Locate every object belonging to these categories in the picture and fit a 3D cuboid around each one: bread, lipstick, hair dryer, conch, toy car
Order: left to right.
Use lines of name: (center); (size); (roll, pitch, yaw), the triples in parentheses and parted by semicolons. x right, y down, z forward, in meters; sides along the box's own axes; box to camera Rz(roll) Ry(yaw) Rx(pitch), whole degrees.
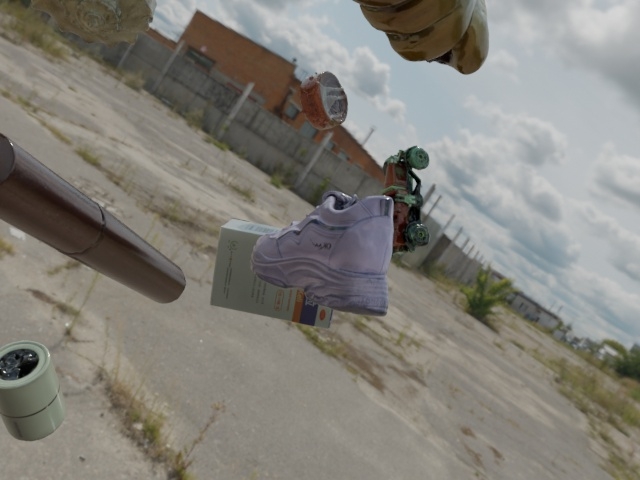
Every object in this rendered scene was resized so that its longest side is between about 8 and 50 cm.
hair dryer: (-0.748, 0.306, 1.205); (0.362, 0.203, 0.128); (10, 39, 3)
conch: (-0.456, -0.486, 1.058); (0.263, 0.186, 0.324); (20, 24, -34)
lipstick: (-0.215, 0.001, 0.547); (0.057, 0.057, 0.356); (34, -12, 15)
bread: (0.008, -0.387, 1.540); (0.073, 0.160, 0.160); (-5, -18, 33)
bread: (0.046, -0.197, 0.365); (0.225, 0.081, 0.134); (28, 49, -54)
toy car: (0.107, -0.052, 0.736); (0.054, 0.143, 0.073); (6, -10, -23)

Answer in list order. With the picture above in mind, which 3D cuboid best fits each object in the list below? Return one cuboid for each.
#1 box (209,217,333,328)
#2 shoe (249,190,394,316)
box: (-0.102, 0.078, 1.348); (0.300, 0.200, 0.106); (12, 14, 4)
shoe: (0.000, 0.000, 0.686); (0.095, 0.137, 0.245); (15, 2, -38)
